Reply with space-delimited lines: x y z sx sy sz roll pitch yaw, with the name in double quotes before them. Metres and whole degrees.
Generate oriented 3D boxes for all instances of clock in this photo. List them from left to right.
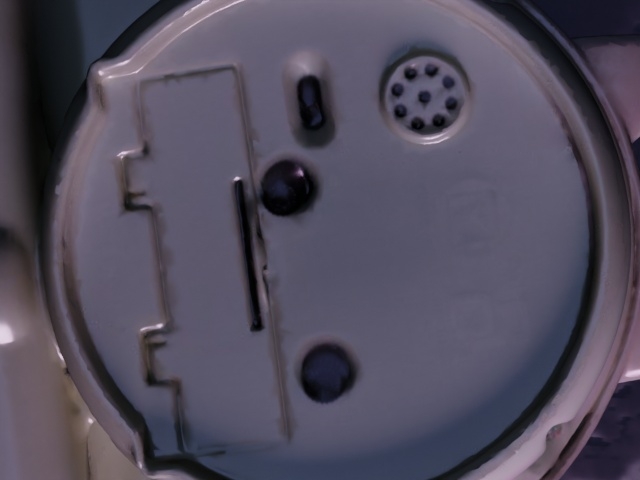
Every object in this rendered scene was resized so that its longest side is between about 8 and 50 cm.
"clock" 0.000 0.000 0.542 0.324 0.108 0.265 -9 86 4
